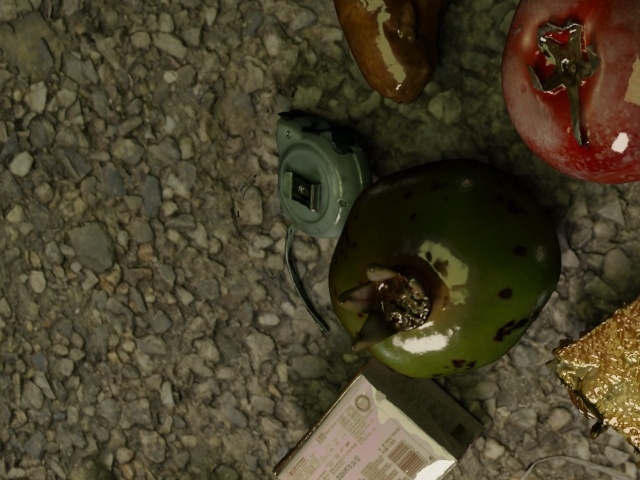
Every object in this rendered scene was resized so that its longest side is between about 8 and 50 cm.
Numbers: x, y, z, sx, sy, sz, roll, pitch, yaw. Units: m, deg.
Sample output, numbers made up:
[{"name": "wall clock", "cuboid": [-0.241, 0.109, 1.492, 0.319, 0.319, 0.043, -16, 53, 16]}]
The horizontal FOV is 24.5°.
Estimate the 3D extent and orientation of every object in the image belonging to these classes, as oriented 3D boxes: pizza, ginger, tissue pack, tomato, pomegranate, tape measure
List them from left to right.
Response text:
[{"name": "tape measure", "cuboid": [-0.001, 0.000, 1.958, 0.164, 0.084, 0.330, 23, 120, 51]}, {"name": "tissue pack", "cuboid": [0.079, 0.286, 2.010, 0.185, 0.124, 0.225, 43, 120, 9]}, {"name": "ginger", "cuboid": [0.090, -0.334, 1.784, 0.165, 0.172, 0.321, -8, 113, -10]}, {"name": "pomegranate", "cuboid": [0.153, 0.048, 1.785, 0.291, 0.323, 0.290, 0, 110, 0]}, {"name": "tomato", "cuboid": [0.340, -0.195, 1.658, 0.270, 0.227, 0.270, 8, 101, 47]}, {"name": "pizza", "cuboid": [0.394, 0.156, 1.832, 0.229, 0.081, 0.289, 1, 107, 20]}]
